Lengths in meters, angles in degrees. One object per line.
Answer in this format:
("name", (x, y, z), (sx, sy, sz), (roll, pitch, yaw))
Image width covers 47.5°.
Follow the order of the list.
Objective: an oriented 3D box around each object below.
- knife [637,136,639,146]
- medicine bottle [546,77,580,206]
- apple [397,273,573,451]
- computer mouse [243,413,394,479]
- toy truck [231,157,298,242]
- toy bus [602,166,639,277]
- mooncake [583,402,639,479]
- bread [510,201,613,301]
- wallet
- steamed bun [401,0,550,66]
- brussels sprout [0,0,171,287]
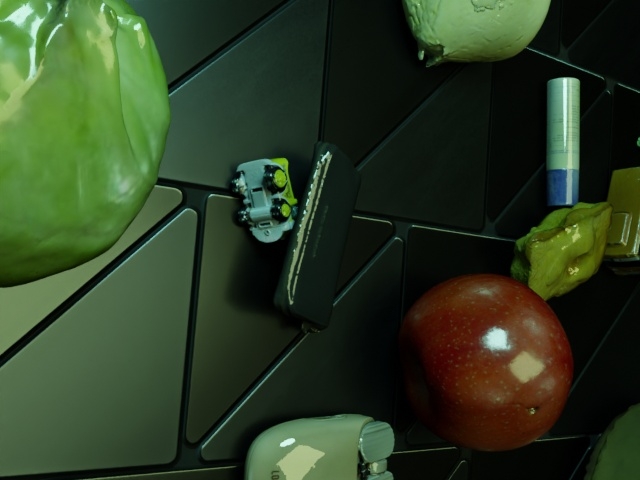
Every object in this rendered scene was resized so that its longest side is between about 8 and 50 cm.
("knife", (0.679, -0.131, 1.519), (0.078, 0.023, 0.166), (16, 79, -29))
("medicine bottle", (0.442, -0.177, 1.327), (0.059, 0.059, 0.230), (3, 88, -35))
("apple", (0.235, 0.177, 1.056), (0.217, 0.260, 0.260), (-7, 94, -11))
("computer mouse", (0.006, 0.314, 0.994), (0.237, 0.082, 0.145), (6, 85, -34))
("toy truck", (-0.063, -0.054, 0.964), (0.077, 0.076, 0.111), (-23, 104, -54))
("toy bus", (0.615, -0.036, 1.424), (0.114, 0.098, 0.200), (26, 74, -32))
("mooncake", (0.676, 0.502, 1.364), (0.394, 0.246, 0.393), (43, 57, -27))
("bread", (0.416, 0.019, 1.271), (0.233, 0.088, 0.160), (-18, 132, -27))
("wallet", (0.000, 0.000, 0.985), (0.149, 0.044, 0.250), (41, 62, -63))
("steamed bun", (0.244, -0.410, 1.126), (0.232, 0.166, 0.272), (1, 89, -37))
("brussels sprout", (-0.306, -0.112, 0.687), (0.328, 0.247, 0.327), (-12, 105, -50))
